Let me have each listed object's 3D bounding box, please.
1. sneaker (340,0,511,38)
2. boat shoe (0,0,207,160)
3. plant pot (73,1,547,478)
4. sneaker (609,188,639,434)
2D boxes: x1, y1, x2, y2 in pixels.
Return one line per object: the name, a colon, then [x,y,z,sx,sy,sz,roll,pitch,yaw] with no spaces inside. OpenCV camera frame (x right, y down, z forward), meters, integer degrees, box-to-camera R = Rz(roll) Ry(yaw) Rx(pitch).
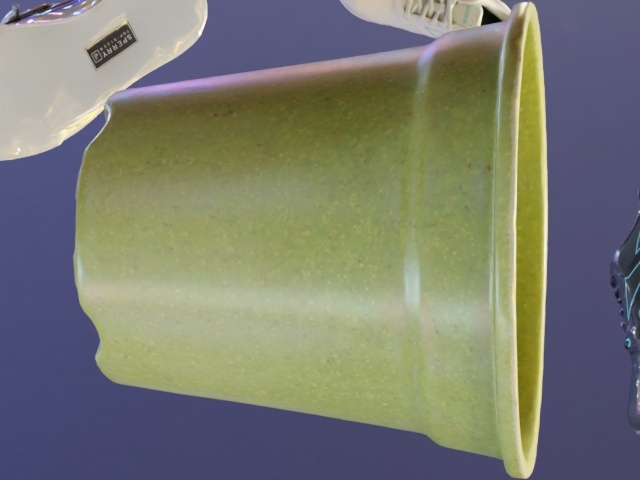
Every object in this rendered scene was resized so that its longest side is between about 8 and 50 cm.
sneaker: [0.084,-0.172,1.230,0.152,0.053,0.061,10,-167,-30]
boat shoe: [-0.235,-0.155,1.458,0.105,0.113,0.306,-6,-152,47]
plant pot: [0.000,0.000,1.008,0.254,0.276,0.276,0,-143,11]
sneaker: [0.344,0.064,1.702,0.106,0.101,0.267,12,-96,36]
